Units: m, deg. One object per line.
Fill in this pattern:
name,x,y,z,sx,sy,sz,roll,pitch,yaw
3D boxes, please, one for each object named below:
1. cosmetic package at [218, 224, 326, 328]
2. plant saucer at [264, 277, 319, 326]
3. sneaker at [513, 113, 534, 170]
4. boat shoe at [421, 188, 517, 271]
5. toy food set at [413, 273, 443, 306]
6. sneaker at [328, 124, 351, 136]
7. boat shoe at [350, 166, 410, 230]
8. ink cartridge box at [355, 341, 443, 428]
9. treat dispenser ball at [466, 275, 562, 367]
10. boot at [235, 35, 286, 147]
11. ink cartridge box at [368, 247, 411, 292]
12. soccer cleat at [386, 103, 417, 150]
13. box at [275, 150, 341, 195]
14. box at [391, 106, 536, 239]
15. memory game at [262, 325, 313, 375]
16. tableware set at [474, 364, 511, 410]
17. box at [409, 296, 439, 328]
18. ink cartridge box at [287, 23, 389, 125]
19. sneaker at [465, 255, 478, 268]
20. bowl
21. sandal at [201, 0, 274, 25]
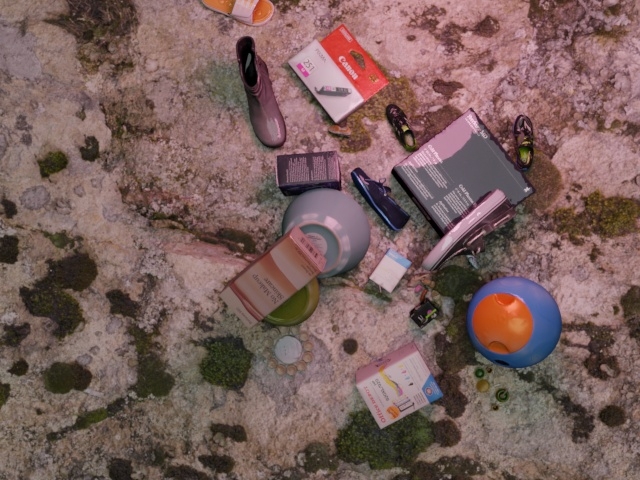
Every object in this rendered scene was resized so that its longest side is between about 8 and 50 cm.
cosmetic package,-0.143,0.111,1.719,0.296,0.129,0.153,-41,97,16
plant saucer,-0.124,0.170,1.818,0.240,0.037,0.241,2,105,8
sneaker,0.687,-0.330,1.901,0.067,0.078,0.188,-2,89,3
boat shoe,0.456,-0.009,1.716,0.335,0.121,0.119,-43,84,1
toy food set,0.364,0.178,1.950,0.078,0.019,0.122,-21,96,4
sneaker,0.066,-0.374,1.964,0.083,0.037,0.032,17,69,25
boat shoe,0.203,-0.151,1.932,0.089,0.109,0.258,-40,104,-4
ink cartridge box,0.254,0.475,1.880,0.232,0.168,0.171,-29,89,4
treat dispenser ball,0.610,0.258,1.800,0.288,0.288,0.288,0,90,4
boot,-0.210,-0.481,1.885,0.118,0.223,0.338,-19,89,3
ink cartridge box,0.228,0.107,1.921,0.090,0.092,0.143,35,91,3
soccer cleat,0.280,-0.389,1.929,0.060,0.072,0.179,-28,88,3
box,-0.038,-0.222,1.904,0.207,0.153,0.108,-5,81,5
box,0.458,-0.193,1.865,0.312,0.179,0.343,-37,88,4
memory game,-0.113,0.379,1.982,0.186,0.012,0.186,0,89,4
tableware set,0.584,0.501,1.932,0.104,0.024,0.154,-15,89,4
box,0.352,0.245,1.924,0.083,0.052,0.062,-43,93,14
ink cartridge box,0.064,-0.577,1.952,0.239,0.060,0.275,-38,88,4
sneaker,0.525,0.043,1.929,0.069,0.038,0.098,-35,88,4
bowl,0.000,0.000,1.852,0.311,0.163,0.312,4,111,12
sandal,-0.295,-0.819,1.965,0.265,0.076,0.102,16,91,3
